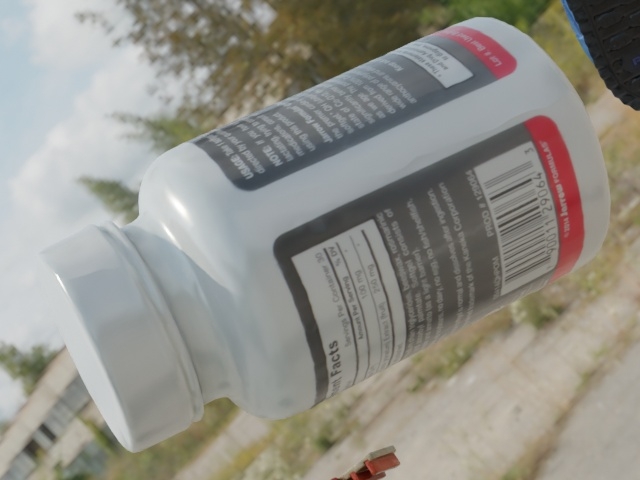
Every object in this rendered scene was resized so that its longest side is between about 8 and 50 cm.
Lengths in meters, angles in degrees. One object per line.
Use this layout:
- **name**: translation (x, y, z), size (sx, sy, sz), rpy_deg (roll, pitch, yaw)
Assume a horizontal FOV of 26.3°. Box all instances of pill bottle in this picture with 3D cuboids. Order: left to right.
- **pill bottle**: translation (0.000, 0.000, 0.832), size (0.318, 0.176, 0.176), rpy_deg (-25, -7, -17)

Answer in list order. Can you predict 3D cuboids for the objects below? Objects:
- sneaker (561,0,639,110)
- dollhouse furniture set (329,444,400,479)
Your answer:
- **sneaker**: translation (0.116, -0.150, 0.582), size (0.069, 0.209, 0.082), rpy_deg (-21, 42, 14)
- **dollhouse furniture set**: translation (0.100, 0.413, 1.769), size (0.135, 0.259, 0.262), rpy_deg (-41, -18, 25)
